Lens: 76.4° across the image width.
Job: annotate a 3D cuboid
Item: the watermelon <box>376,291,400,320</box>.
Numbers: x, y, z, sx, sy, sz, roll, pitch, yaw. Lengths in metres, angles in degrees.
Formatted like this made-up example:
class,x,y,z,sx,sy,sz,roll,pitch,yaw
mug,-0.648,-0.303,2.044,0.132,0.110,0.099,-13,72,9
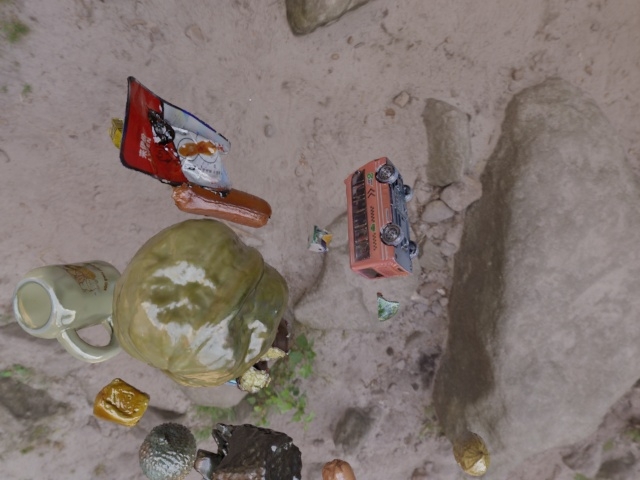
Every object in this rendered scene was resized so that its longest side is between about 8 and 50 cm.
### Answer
class,x,y,z,sx,sy,sz,roll,pitch,yaw
watermelon,0.264,0.274,1.634,0.101,0.080,0.155,0,114,-5

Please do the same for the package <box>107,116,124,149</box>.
class,x,y,z,sx,sy,sz,roll,pitch,yaw
package,-0.736,-0.385,1.502,0.071,0.047,0.131,-38,77,34

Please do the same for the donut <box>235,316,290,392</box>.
class,x,y,z,sx,sy,sz,roll,pitch,yaw
donut,-0.226,0.397,1.556,0.136,0.259,0.345,17,125,-21

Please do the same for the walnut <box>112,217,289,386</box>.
class,x,y,z,sx,sy,sz,roll,pitch,yaw
walnut,-0.208,0.115,0.731,0.282,0.253,0.277,36,64,3

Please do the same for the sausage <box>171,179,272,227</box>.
class,x,y,z,sx,sy,sz,roll,pitch,yaw
sausage,-0.273,-0.110,1.184,0.330,0.102,0.102,12,110,-48

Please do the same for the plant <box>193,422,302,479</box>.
class,x,y,z,sx,sy,sz,roll,pitch,yaw
plant,-0.199,0.603,1.070,0.276,0.188,0.199,-16,109,30

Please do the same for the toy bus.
class,x,y,z,sx,sy,sz,roll,pitch,yaw
toy bus,0.218,-0.078,1.515,0.233,0.427,0.203,-14,153,28

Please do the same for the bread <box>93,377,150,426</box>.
class,x,y,z,sx,sy,sz,roll,pitch,yaw
bread,-0.700,0.574,1.431,0.166,0.294,0.132,25,58,-14

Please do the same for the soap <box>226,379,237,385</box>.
class,x,y,z,sx,sy,sz,roll,pitch,yaw
soap,-0.380,0.569,1.808,0.293,0.156,0.077,29,143,-35

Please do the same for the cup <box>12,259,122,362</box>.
class,x,y,z,sx,sy,sz,roll,pitch,yaw
cup,-0.610,0.181,1.009,0.173,0.202,0.255,-13,90,17

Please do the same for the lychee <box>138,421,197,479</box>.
class,x,y,z,sx,sy,sz,roll,pitch,yaw
lychee,-0.693,0.974,1.859,0.255,0.255,0.274,-3,129,-9

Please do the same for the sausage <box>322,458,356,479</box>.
class,x,y,z,sx,sy,sz,roll,pitch,yaw
sausage,0.073,0.693,1.026,0.086,0.086,0.289,-17,94,-4

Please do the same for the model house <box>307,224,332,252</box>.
class,x,y,z,sx,sy,sz,roll,pitch,yaw
model house,0.000,0.000,1.877,0.100,0.101,0.088,19,127,-14

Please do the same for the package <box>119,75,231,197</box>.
class,x,y,z,sx,sy,sz,roll,pitch,yaw
package,-0.285,-0.193,0.843,0.071,0.194,0.269,-27,155,33

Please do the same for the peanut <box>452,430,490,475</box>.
class,x,y,z,sx,sy,sz,roll,pitch,yaw
peanut,0.398,0.561,1.077,0.093,0.194,0.083,-18,74,15
